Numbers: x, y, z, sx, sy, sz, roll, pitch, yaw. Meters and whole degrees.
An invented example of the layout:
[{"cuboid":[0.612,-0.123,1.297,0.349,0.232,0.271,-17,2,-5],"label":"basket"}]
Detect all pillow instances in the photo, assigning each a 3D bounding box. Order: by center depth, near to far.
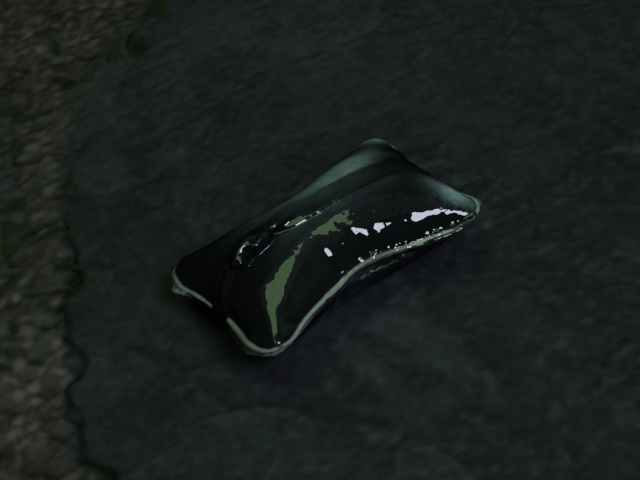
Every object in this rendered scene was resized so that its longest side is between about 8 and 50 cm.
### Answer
[{"cuboid":[0.001,0.002,0.780,0.136,0.055,0.091,-32,13,-19],"label":"pillow"}]
